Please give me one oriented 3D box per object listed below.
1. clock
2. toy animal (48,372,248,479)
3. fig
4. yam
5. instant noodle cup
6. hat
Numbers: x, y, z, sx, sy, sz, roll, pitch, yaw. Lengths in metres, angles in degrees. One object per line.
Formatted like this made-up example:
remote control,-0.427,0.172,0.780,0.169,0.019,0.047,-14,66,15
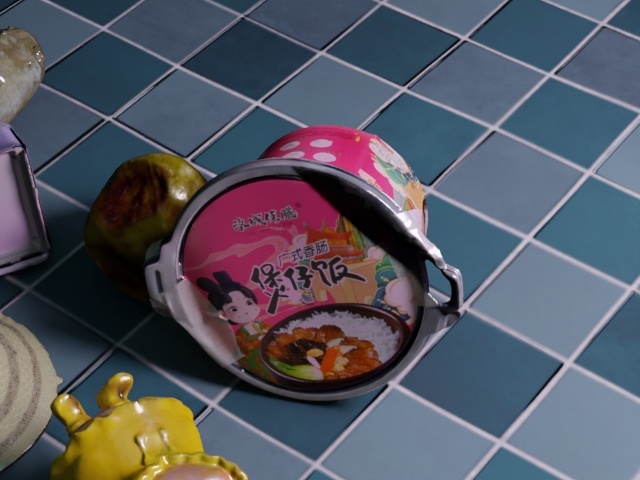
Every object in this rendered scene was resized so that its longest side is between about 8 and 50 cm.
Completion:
clock,-0.385,-0.024,1.532,0.193,0.144,0.073,-19,36,-18
toy animal,-0.150,0.218,1.297,0.156,0.156,0.229,-23,58,-20
fig,-0.165,-0.016,1.542,0.144,0.154,0.165,-12,12,11
yam,-0.424,-0.137,1.667,0.133,0.133,0.330,19,44,20
instant noodle cup,0.000,0.000,1.448,0.303,0.258,0.181,12,33,9
hat,-0.377,0.116,1.418,0.252,0.110,0.252,-1,44,1
